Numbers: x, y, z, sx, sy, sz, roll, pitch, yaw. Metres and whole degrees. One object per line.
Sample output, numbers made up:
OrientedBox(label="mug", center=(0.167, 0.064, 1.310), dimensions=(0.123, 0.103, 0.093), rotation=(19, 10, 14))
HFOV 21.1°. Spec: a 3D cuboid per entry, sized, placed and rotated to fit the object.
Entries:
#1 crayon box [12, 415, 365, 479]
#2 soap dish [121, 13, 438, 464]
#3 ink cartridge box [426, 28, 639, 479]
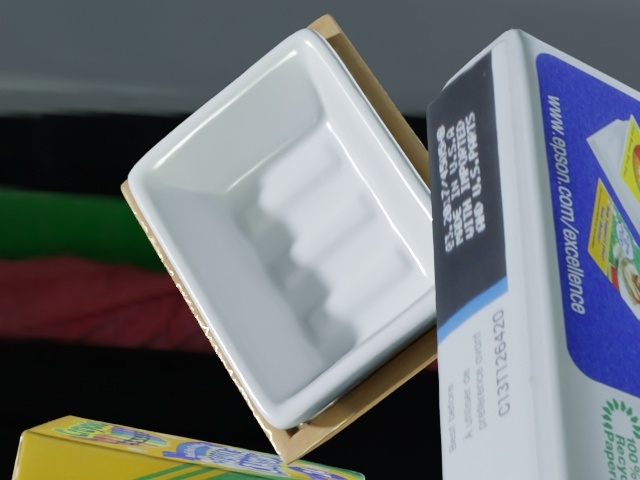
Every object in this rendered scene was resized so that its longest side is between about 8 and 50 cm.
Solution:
OrientedBox(label="crayon box", center=(-0.127, 0.208, 1.409), dimensions=(0.323, 0.083, 0.203), rotation=(10, 178, 2))
OrientedBox(label="soap dish", center=(0.000, 0.000, 1.361), dimensions=(0.291, 0.229, 0.118), rotation=(57, -167, 26))
OrientedBox(label="ink cartridge box", center=(0.179, 0.105, 0.622), dimensions=(0.307, 0.072, 0.304), rotation=(24, -134, -28))
